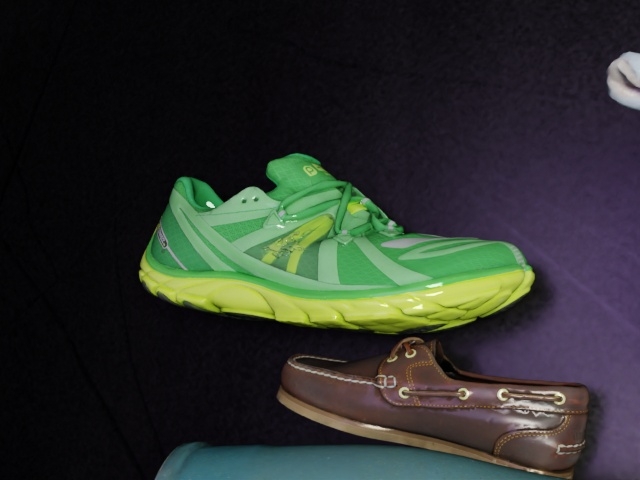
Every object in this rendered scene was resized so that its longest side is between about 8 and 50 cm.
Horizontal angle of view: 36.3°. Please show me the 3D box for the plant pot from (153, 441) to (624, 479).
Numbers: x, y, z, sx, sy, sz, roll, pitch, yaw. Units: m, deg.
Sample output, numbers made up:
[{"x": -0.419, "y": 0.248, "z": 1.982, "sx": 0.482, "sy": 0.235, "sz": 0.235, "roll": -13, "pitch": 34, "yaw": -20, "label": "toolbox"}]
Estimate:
[{"x": 0.059, "y": 0.237, "z": 0.533, "sx": 0.255, "sy": 0.272, "sz": 0.272, "roll": -7, "pitch": 75, "yaw": 7, "label": "plant pot"}]

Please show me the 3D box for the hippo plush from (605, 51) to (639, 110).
[{"x": 0.277, "y": -0.033, "z": 0.493, "sx": 0.234, "sy": 0.236, "sz": 0.294, "roll": -1, "pitch": 78, "yaw": 24, "label": "hippo plush"}]

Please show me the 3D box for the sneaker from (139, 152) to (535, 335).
[{"x": 0.000, "y": 0.000, "z": 0.682, "sx": 0.295, "sy": 0.109, "sz": 0.124, "roll": 5, "pitch": 84, "yaw": 25, "label": "sneaker"}]

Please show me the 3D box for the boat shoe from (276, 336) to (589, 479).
[{"x": 0.072, "y": 0.100, "z": 0.645, "sx": 0.207, "sy": 0.073, "sz": 0.073, "roll": 12, "pitch": 101, "yaw": 17, "label": "boat shoe"}]
